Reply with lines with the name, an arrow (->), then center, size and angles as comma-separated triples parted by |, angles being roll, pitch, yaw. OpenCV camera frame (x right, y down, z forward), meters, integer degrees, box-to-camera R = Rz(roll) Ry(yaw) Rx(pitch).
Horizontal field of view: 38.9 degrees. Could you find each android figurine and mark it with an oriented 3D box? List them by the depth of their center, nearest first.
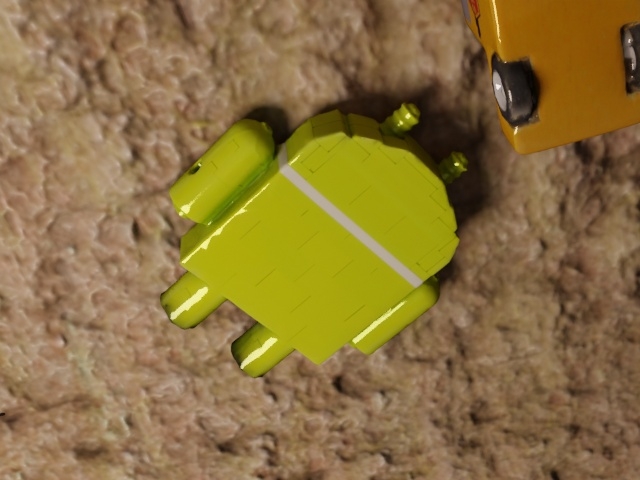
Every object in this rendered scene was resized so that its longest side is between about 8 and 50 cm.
android figurine -> 0.000, 0.000, 0.761 | 0.248, 0.056, 0.273 | 38, 110, -25

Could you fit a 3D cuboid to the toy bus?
toy bus -> 0.138, -0.230, 0.595 | 0.108, 0.130, 0.333 | -17, 122, 2
